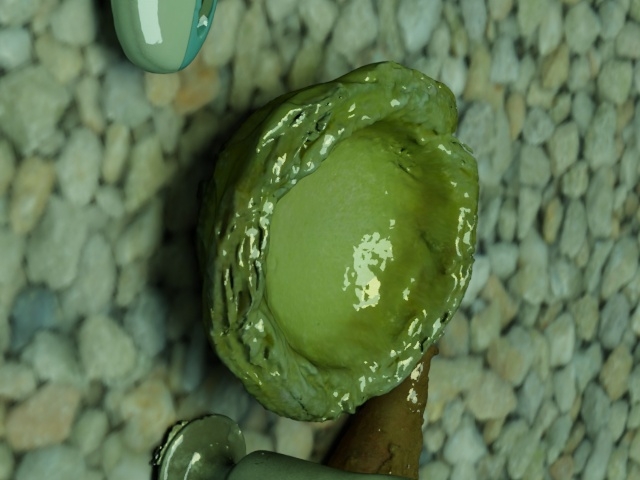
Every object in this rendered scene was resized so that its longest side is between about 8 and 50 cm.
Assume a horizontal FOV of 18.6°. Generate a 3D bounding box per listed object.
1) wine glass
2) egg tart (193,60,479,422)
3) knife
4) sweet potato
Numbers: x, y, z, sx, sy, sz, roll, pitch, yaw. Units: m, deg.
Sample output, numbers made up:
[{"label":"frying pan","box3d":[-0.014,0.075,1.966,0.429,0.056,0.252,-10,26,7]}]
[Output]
[{"label":"wine glass","box3d":[-0.009,0.135,0.967,0.072,0.155,0.072,-17,113,-45]},{"label":"egg tart","box3d":[0.000,0.000,0.996,0.197,0.078,0.197,-19,117,-42]},{"label":"knife","box3d":[-0.065,-0.188,0.903,0.064,0.031,0.222,5,95,-45]},{"label":"sweet potato","box3d":[0.021,0.148,1.076,0.206,0.068,0.060,-67,156,-19]}]
